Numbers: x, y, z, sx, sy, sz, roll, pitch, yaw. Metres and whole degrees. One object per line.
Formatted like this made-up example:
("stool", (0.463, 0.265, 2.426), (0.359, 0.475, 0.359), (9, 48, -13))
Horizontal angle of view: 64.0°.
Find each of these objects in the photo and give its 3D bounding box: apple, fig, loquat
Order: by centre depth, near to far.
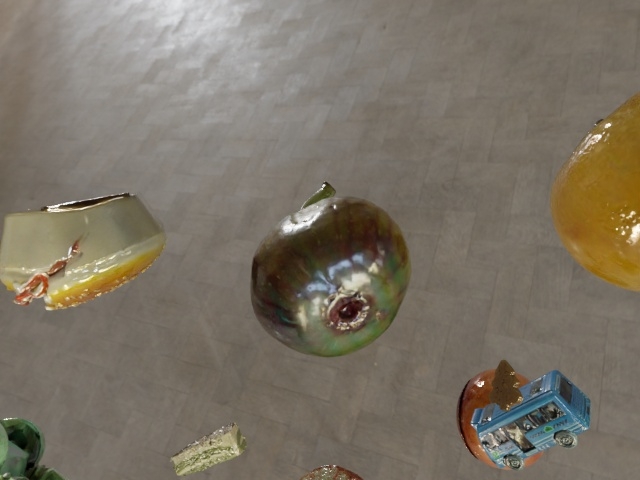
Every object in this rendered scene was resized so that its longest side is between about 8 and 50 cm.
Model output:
("fig", (0.000, 0.000, 0.503), (0.149, 0.149, 0.245), (-28, 30, 7))
("loquat", (0.411, -0.063, 0.605), (0.263, 0.263, 0.262), (-12, 55, 18))
("apple", (0.509, 0.491, 1.415), (0.207, 0.252, 0.271), (-8, 85, 48))

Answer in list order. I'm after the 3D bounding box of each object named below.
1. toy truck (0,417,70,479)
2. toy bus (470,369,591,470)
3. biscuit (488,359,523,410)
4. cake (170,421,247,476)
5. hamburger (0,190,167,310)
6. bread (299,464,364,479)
("toy truck", (-0.180, 0.228, 0.334), (0.260, 0.128, 0.135), (40, 66, 3))
("toy bus", (0.466, 0.401, 1.145), (0.134, 0.113, 0.246), (47, 125, 4))
("biscuit", (0.340, 0.267, 0.943), (0.016, 0.082, 0.092), (14, 65, -18))
("cake", (-0.197, 0.371, 0.909), (0.140, 0.055, 0.051), (-27, 90, 15))
("hamburger", (-0.352, 0.008, 0.783), (0.227, 0.151, 0.295), (-14, 7, -13))
("bread", (0.040, 0.838, 1.525), (0.328, 0.114, 0.295), (15, 55, 41))
